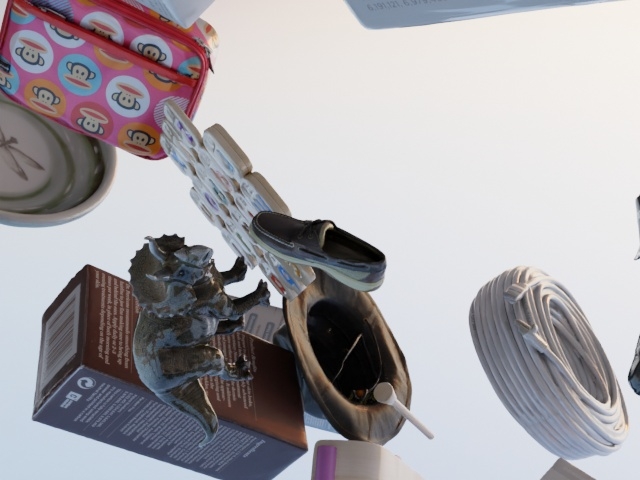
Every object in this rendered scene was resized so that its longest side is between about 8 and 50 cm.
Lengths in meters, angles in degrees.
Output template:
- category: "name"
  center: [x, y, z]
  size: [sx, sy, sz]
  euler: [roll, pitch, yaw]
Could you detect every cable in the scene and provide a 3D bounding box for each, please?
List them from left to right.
- category: "cable"
  center: [0.289, 0.153, 1.136]
  size: [0.089, 0.257, 0.257]
  euler: [-32, -179, 25]

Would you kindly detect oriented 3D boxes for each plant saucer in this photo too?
- category: "plant saucer"
  center: [-0.554, -0.170, 1.569]
  size: [0.100, 0.400, 0.400]
  euler: [-44, 180, 38]

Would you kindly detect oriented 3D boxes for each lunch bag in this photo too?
- category: "lunch bag"
  center: [-0.295, -0.272, 1.283]
  size: [0.293, 0.258, 0.120]
  euler: [24, -143, -9]

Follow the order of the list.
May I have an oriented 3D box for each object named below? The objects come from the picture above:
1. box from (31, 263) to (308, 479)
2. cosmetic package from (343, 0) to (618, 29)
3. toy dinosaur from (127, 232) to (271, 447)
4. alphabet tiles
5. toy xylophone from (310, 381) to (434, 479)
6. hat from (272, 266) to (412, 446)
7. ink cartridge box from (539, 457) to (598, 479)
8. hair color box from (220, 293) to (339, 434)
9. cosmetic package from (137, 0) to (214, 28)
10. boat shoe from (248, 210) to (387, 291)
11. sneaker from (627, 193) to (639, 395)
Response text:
- category: "box"
  center: [-0.208, 0.204, 1.310]
  size: [0.143, 0.381, 0.191]
  euler: [-45, -145, 28]
- category: "cosmetic package"
  center: [0.120, -0.424, 0.697]
  size: [0.327, 0.393, 0.329]
  euler: [8, -121, 47]
- category: "toy dinosaur"
  center: [-0.151, 0.100, 1.028]
  size: [0.160, 0.313, 0.121]
  euler: [-5, -142, -27]
- category: "alphabet tiles"
  center: [-0.107, -0.047, 1.141]
  size: [0.021, 0.278, 0.284]
  euler: [-38, 177, -18]
- category: "toy xylophone"
  center: [0.089, 0.344, 1.255]
  size: [0.081, 0.322, 0.236]
  euler: [-7, -129, 24]
- category: "hat"
  center: [0.008, 0.195, 1.506]
  size: [0.134, 0.331, 0.331]
  euler: [-25, -167, 33]
- category: "ink cartridge box"
  center: [0.233, 0.316, 0.816]
  size: [0.181, 0.056, 0.225]
  euler: [29, -141, 30]
- category: "hair color box"
  center: [-0.089, 0.236, 1.774]
  size: [0.374, 0.113, 0.185]
  euler: [14, -134, 4]
- category: "cosmetic package"
  center: [-0.238, -0.381, 0.881]
  size: [0.365, 0.197, 0.155]
  euler: [34, -105, 25]
- category: "boat shoe"
  center: [0.000, 0.000, 0.936]
  size: [0.152, 0.049, 0.056]
  euler: [22, -133, 4]
- category: "sneaker"
  center: [0.286, 0.013, 0.722]
  size: [0.106, 0.078, 0.234]
  euler: [33, -106, 11]
